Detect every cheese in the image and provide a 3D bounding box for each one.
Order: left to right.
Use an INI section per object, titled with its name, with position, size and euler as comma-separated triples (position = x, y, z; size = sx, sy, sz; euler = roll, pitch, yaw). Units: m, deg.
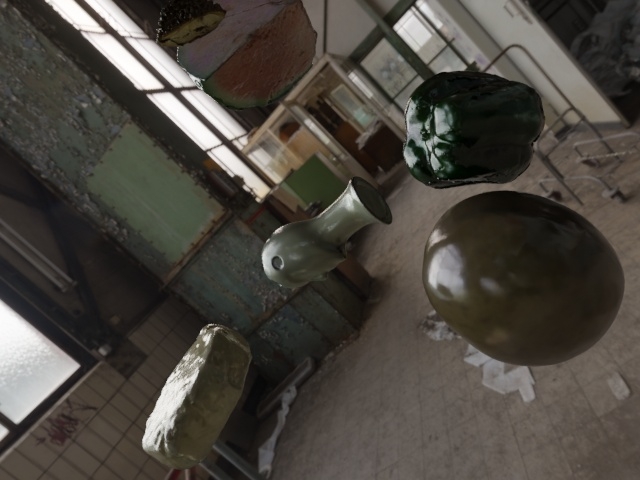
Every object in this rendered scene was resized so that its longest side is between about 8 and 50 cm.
[cheese]
position = -0.278, 0.343, 0.998
size = 0.318, 0.115, 0.326
euler = -44, 20, 33

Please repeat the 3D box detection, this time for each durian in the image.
[durian]
position = -0.221, -0.372, 0.728
size = 0.131, 0.052, 0.066
euler = -28, -8, -9

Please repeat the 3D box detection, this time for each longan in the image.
[longan]
position = 0.380, 0.069, 0.851
size = 0.361, 0.361, 0.361
euler = -45, 8, 8

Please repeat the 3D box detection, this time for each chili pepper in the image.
[chili pepper]
position = 0.307, -0.228, 0.912
size = 0.257, 0.248, 0.233
euler = -12, 15, -30

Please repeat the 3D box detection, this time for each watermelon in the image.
[watermelon]
position = -0.129, -0.388, 0.920
size = 0.292, 0.222, 0.319
euler = -41, 46, -1

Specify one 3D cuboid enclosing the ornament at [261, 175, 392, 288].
[ornament]
position = 0.000, 0.000, 0.482
size = 0.156, 0.081, 0.075
euler = -36, -19, 26
